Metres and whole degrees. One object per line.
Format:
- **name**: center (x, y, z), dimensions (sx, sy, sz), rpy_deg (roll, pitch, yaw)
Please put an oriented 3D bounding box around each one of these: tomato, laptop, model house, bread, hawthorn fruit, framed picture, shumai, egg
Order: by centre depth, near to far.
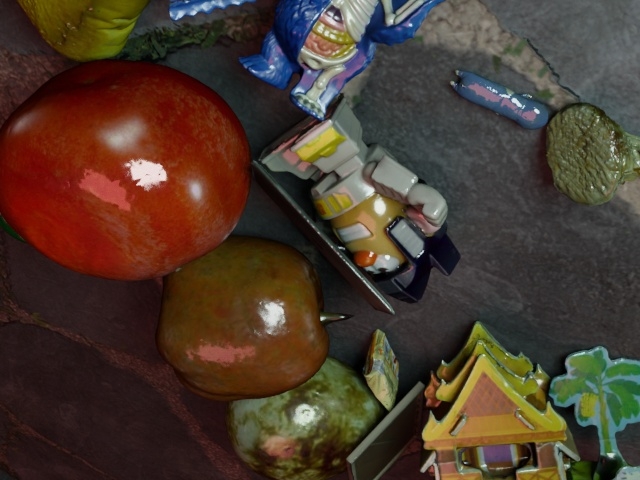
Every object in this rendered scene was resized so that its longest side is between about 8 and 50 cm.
- **shumai**: center (0.328, -0.103, 0.793), dimensions (0.099, 0.087, 0.124), rpy_deg (-37, 64, 61)
- **bread**: center (-0.254, -0.361, 0.810), dimensions (0.166, 0.112, 0.383), rpy_deg (42, 134, -15)
- **tomato**: center (-0.267, -0.093, 0.933), dimensions (0.325, 0.293, 0.290), rpy_deg (9, 132, 25)
- **laptop**: center (0.000, 0.000, 0.947), dimensions (0.269, 0.015, 0.187), rpy_deg (47, 177, 1)
- **model house**: center (0.320, 0.283, 1.016), dimensions (0.357, 0.242, 0.313), rpy_deg (-7, 105, 14)
- **hawthorn fruit**: center (-0.099, 0.122, 1.066), dimensions (0.300, 0.268, 0.268), rpy_deg (-2, 129, 12)
- **framed picture**: center (0.117, 0.363, 1.207), dimensions (0.016, 0.184, 0.250), rpy_deg (38, 158, 27)
- **egg**: center (-0.026, 0.315, 1.226), dimensions (0.289, 0.238, 0.238), rpy_deg (9, 135, -6)

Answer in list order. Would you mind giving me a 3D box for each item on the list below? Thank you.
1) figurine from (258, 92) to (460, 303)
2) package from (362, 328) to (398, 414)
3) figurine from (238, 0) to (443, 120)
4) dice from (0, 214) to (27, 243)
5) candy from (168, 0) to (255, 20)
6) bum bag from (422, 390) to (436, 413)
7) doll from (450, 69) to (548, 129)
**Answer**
- **figurine**: center (0.064, -0.051, 0.912), dimensions (0.308, 0.143, 0.308), rpy_deg (44, 177, 3)
- **package**: center (0.108, 0.225, 1.167), dimensions (0.031, 0.108, 0.121), rpy_deg (-13, 123, 24)
- **figurine**: center (0.027, -0.263, 0.757), dimensions (0.262, 0.121, 0.164), rpy_deg (-40, 93, 23)
- **dice**: center (-0.480, -0.074, 1.171), dimensions (0.131, 0.120, 0.128), rpy_deg (-13, 122, 32)
- **candy**: center (-0.078, -0.390, 0.676), dimensions (0.077, 0.187, 0.331), rpy_deg (49, 149, 39)
- **bum bag**: center (0.280, 0.329, 1.205), dimensions (0.248, 0.069, 0.102), rpy_deg (27, 170, 0)
- **doll**: center (0.215, -0.170, 0.820), dimensions (0.125, 0.027, 0.037), rpy_deg (28, 135, 5)
